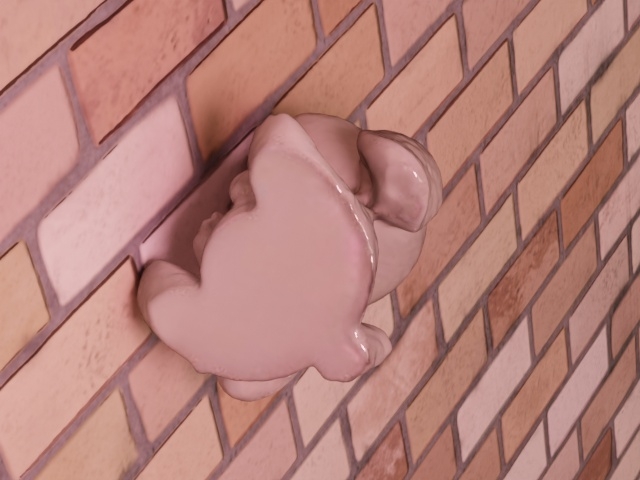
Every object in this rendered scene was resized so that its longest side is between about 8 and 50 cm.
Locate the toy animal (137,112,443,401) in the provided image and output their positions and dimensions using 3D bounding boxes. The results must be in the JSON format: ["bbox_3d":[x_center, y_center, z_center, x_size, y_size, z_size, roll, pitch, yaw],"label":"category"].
[{"bbox_3d":[0.000,0.000,1.500,0.272,0.206,0.265,-52,178,22],"label":"toy animal"}]
